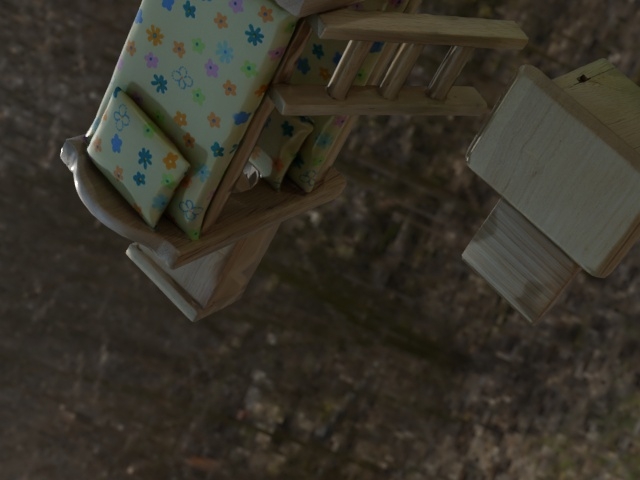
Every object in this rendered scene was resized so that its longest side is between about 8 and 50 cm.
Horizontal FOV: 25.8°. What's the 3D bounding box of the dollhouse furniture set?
[{"bbox_3d":[0.000,0.000,0.455,0.101,0.161,0.182,-25,-28,-48],"label":"dollhouse furniture set"}]
